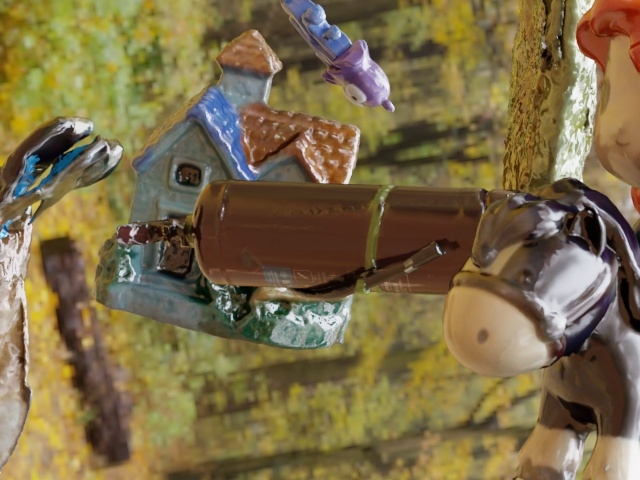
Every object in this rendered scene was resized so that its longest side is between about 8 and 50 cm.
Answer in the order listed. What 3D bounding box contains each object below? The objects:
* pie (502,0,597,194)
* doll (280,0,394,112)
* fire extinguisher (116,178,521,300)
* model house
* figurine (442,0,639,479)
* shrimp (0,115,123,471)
[{"bbox_3d":[0.216,-0.140,1.394,0.306,0.071,0.306,-176,-90,-90],"label":"pie"},{"bbox_3d":[0.018,-0.231,1.818,0.206,0.067,0.110,48,-6,4],"label":"doll"},{"bbox_3d":[0.000,0.000,1.298,0.141,0.341,0.105,12,80,-78],"label":"fire extinguisher"},{"bbox_3d":[-0.074,-0.071,1.764,0.252,0.295,0.329,-55,160,-77],"label":"model house"},{"bbox_3d":[0.249,-0.008,1.040,0.306,0.412,0.241,39,-9,-12],"label":"figurine"},{"bbox_3d":[-0.325,0.079,1.309,0.221,0.446,0.110,37,9,5],"label":"shrimp"}]
